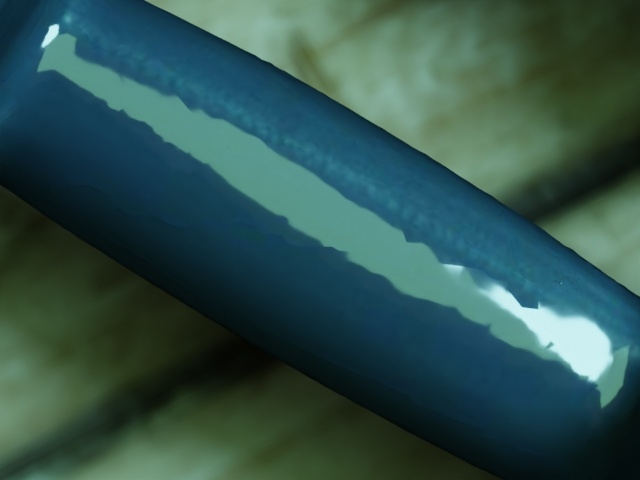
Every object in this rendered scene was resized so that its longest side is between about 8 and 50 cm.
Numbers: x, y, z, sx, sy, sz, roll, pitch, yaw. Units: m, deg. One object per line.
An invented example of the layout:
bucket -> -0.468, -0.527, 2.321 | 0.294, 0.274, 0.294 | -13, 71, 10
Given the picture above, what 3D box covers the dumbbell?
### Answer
dumbbell -> 0.000, 0.000, 0.448 | 0.325, 0.160, 0.144 | 31, 26, -2
